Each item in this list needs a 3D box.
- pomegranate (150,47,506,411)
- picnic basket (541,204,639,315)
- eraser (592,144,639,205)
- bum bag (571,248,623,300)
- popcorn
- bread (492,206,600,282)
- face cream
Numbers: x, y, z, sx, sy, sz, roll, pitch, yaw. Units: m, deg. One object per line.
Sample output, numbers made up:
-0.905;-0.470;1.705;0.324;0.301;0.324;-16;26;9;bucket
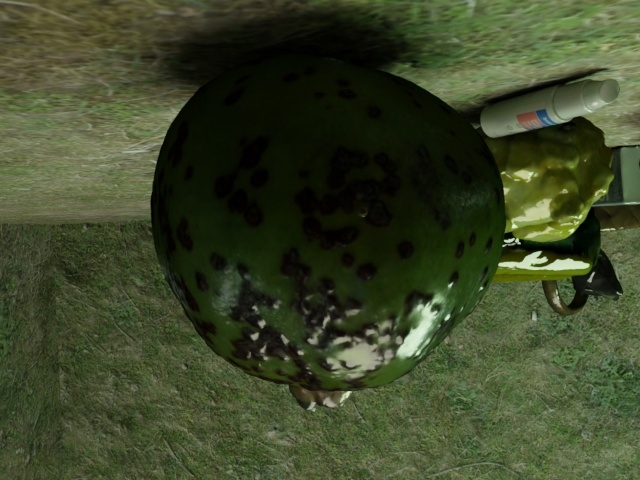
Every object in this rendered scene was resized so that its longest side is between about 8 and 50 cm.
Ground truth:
0.000;0.000;0.456;0.254;0.270;0.254;2;-152;-1;pomegranate
0.531;0.004;1.361;0.337;0.337;0.293;-3;180;38;picnic basket
0.479;-0.102;1.087;0.046;0.091;0.212;-3;180;-7;eraser
0.434;-0.016;1.160;0.095;0.340;0.144;-41;-179;-3;bum bag
0.220;-0.069;0.659;0.174;0.142;0.173;12;-169;-2;popcorn
0.234;-0.031;0.964;0.377;0.208;0.251;-4;168;-8;bread
0.198;-0.117;0.554;0.034;0.034;0.130;-3;179;-30;face cream
